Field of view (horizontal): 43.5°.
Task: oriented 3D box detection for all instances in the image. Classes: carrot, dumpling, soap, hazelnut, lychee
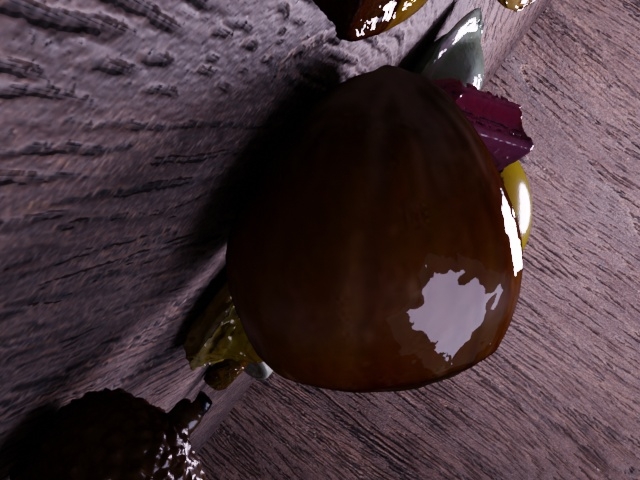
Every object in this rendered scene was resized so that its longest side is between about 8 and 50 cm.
[{"bbox_3d":[-0.163,0.223,1.632,0.229,0.069,0.069,-53,174,28],"label":"carrot"},{"bbox_3d":[0.196,-0.275,1.235,0.216,0.104,0.149,-26,113,-55],"label":"dumpling"},{"bbox_3d":[0.164,-0.153,1.157,0.249,0.099,0.162,7,153,-40],"label":"soap"},{"bbox_3d":[0.064,-0.006,0.878,0.372,0.315,0.373,6,90,-84],"label":"hazelnut"},{"bbox_3d":[-0.200,0.236,0.787,0.238,0.200,0.200,-38,172,-9],"label":"lychee"}]

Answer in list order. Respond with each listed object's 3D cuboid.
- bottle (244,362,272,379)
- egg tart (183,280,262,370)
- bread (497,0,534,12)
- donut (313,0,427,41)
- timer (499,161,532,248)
[{"bbox_3d":[-0.094,0.209,1.888,0.245,0.104,0.104,-48,174,-34],"label":"bottle"},{"bbox_3d":[-0.079,0.087,1.171,0.295,0.116,0.295,-50,176,-5],"label":"egg tart"},{"bbox_3d":[0.243,-0.356,0.964,0.132,0.114,0.190,-43,168,17],"label":"bread"},{"bbox_3d":[0.052,-0.211,0.520,0.184,0.073,0.166,-45,172,-45],"label":"donut"},{"bbox_3d":[0.172,-0.033,1.424,0.387,0.376,0.376,-35,169,-21],"label":"timer"}]
